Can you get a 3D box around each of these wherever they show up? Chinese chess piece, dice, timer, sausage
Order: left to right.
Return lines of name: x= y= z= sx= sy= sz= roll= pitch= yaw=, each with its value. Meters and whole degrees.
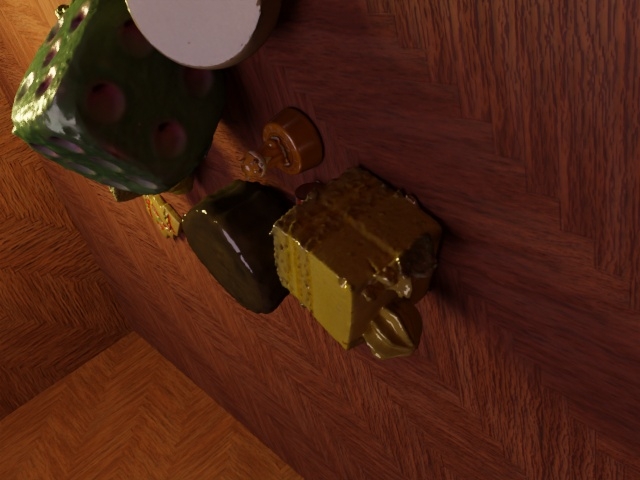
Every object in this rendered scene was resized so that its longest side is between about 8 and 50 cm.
dice: x=-0.416 y=-0.293 z=1.278 sx=0.322 sy=0.330 sz=0.318 roll=28 pitch=168 yaw=-39
Chinese chess piece: x=-0.194 y=-0.420 z=1.016 sx=0.274 sy=0.102 sz=0.273 roll=9 pitch=124 yaw=13
timer: x=-0.092 y=-0.169 z=1.201 sx=0.132 sy=0.152 sz=0.132 roll=38 pitch=148 yaw=29
sausage: x=0.000 y=0.000 z=1.335 sx=0.074 sy=0.074 sz=0.273 roll=30 pitch=144 yaw=39

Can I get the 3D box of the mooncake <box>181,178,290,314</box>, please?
mooncake: x=-0.172 y=0.010 z=1.496 sx=0.324 sy=0.187 sz=0.323 roll=39 pitch=151 yaw=26

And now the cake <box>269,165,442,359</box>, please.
cake: x=0.087 y=0.052 z=1.101 sx=0.286 sy=0.222 sz=0.227 roll=37 pitch=150 yaw=29

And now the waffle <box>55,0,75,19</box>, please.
waffle: x=-0.516 y=-0.459 z=1.525 sx=0.318 sy=0.073 sz=0.297 roll=8 pitch=128 yaw=21

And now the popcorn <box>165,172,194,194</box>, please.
popcorn: x=-0.438 y=-0.230 z=1.673 sx=0.233 sy=0.192 sz=0.266 roll=12 pitch=157 yaw=32

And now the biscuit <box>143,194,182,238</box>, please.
biscuit: x=-0.545 y=-0.081 z=2.130 sx=0.239 sy=0.041 sz=0.212 roll=20 pitch=136 yaw=48

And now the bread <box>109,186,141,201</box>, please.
bread: x=-0.546 y=-0.204 z=1.829 sx=0.102 sy=0.196 sz=0.138 roll=51 pitch=157 yaw=15
